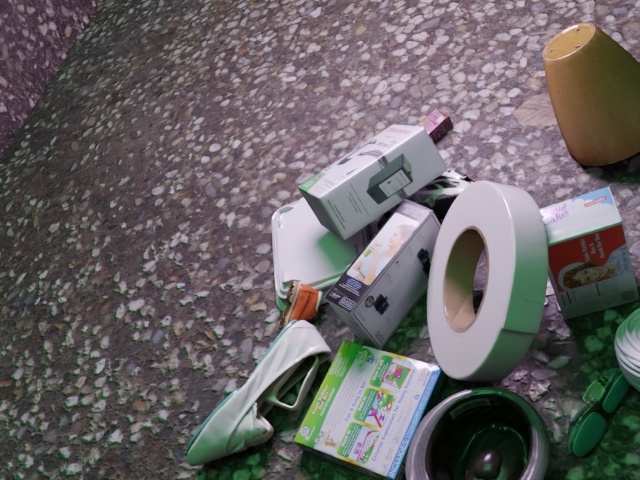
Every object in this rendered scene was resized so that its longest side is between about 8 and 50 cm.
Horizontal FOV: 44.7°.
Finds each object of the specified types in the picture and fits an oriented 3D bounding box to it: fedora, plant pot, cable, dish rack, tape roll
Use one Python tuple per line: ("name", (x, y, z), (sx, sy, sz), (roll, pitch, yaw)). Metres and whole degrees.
("fedora", (0.287, 0.399, 1.383), (0.244, 0.124, 0.275), (3, 48, 28))
("plant pot", (0.591, -0.332, 1.682), (0.237, 0.254, 0.237), (-32, 30, 21))
("cable", (0.643, 0.179, 1.337), (0.257, 0.089, 0.257), (-25, 17, -11))
("dish rack", (0.000, 0.000, 1.924), (0.285, 0.072, 0.333), (-20, 47, 15))
("tape roll", (0.308, 0.079, 1.497), (0.072, 0.392, 0.392), (9, 50, -13))

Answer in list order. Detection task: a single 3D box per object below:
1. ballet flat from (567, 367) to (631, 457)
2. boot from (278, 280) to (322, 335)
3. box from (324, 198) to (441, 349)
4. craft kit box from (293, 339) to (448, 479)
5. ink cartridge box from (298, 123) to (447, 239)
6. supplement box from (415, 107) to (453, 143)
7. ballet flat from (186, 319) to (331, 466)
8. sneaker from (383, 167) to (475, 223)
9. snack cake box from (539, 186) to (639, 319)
("ballet flat", (0.494, 0.309, 1.414), (0.188, 0.070, 0.070), (-47, 47, -14))
("boot", (-0.048, 0.179, 1.809), (0.059, 0.085, 0.158), (-146, 74, -75))
("box", (0.158, 0.074, 1.709), (0.087, 0.169, 0.290), (28, 73, 44))
("craft kit box", (0.103, 0.348, 1.600), (0.247, 0.061, 0.250), (13, 62, 33))
("ink cartridge box", (0.116, -0.143, 1.797), (0.289, 0.121, 0.211), (-34, 17, -7))
("supplement box", (0.290, -0.291, 2.008), (0.083, 0.043, 0.055), (-42, 46, -5))
("ballet flat", (-0.124, 0.350, 1.688), (0.139, 0.139, 0.400), (28, 71, 41))
("sneaker", (0.309, -0.116, 1.802), (0.330, 0.122, 0.146), (2, 54, 34))
("snack cake box", (0.502, 0.033, 1.477), (0.152, 0.264, 0.089), (-17, 48, 16))
